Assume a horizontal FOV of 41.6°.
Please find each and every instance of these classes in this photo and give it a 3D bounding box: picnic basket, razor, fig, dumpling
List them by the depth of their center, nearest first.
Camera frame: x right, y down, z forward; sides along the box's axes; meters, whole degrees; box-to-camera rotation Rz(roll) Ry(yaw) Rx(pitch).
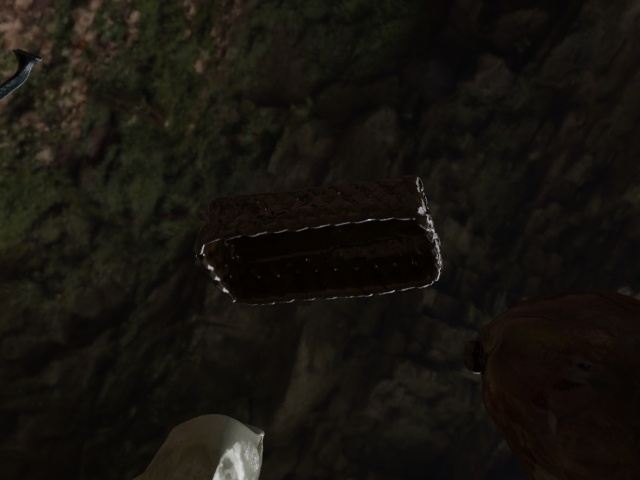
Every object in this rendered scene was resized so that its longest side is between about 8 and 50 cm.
[{"bbox_3d":[0.000,0.000,0.680,0.193,0.110,0.055,-7,-128,13],"label":"picnic basket"},{"bbox_3d":[0.280,0.161,0.868,0.224,0.223,0.263,-55,-134,29],"label":"fig"},{"bbox_3d":[-0.175,0.313,1.131,0.252,0.179,0.132,-50,128,-75],"label":"dumpling"},{"bbox_3d":[-0.475,-0.199,1.201,0.066,0.033,0.190,22,-117,35],"label":"razor"}]
